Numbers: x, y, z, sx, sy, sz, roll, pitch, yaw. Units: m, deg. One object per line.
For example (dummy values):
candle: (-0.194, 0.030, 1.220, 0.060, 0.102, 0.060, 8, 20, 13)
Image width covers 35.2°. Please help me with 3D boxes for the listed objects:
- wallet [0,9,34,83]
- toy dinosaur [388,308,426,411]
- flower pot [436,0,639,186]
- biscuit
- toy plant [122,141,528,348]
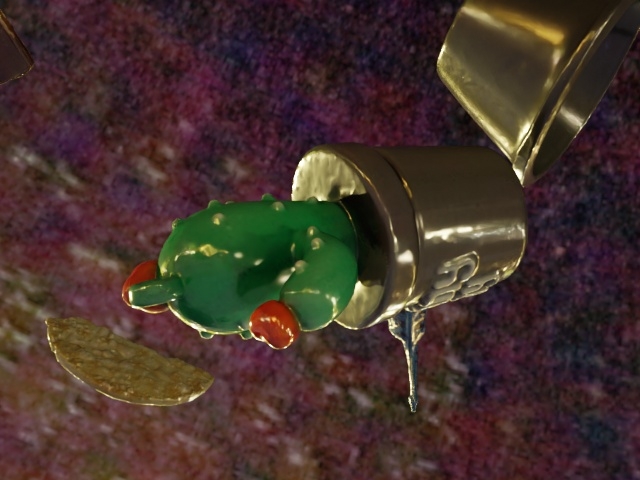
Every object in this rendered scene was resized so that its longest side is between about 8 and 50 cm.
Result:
wallet: (-0.490, -0.307, 1.446, 0.095, 0.026, 0.176, -19, 117, 24)
toy dinosaur: (0.140, 0.105, 1.661, 0.076, 0.329, 0.144, -1, -169, -2)
flower pot: (0.240, -0.212, 1.143, 0.166, 0.269, 0.269, 33, 155, 18)
biscuit: (-0.318, 0.206, 1.615, 0.290, 0.141, 0.038, 24, 116, -6)
toy plant: (0.006, 0.006, 0.965, 0.400, 0.279, 0.185, -10, 122, -27)
